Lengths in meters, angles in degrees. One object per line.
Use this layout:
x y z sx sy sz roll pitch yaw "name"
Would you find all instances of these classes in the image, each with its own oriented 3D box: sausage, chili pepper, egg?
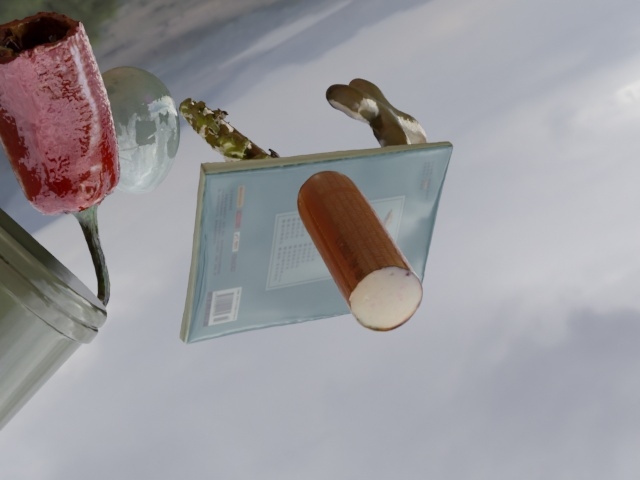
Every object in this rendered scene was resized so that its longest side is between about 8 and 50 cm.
0.028 -0.005 1.072 0.071 0.071 0.234 -30 -146 1 "sausage"
-0.304 -0.098 1.322 0.131 0.338 0.134 18 -137 42 "chili pepper"
-0.292 -0.167 1.708 0.151 0.209 0.151 -5 -149 3 "egg"

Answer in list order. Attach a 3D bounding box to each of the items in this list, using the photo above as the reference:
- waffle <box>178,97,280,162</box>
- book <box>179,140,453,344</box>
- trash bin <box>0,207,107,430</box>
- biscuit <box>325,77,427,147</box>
-0.113 -0.132 1.897 0.068 0.325 0.302 -52 -166 -1 "waffle"
0.000 0.000 1.470 0.379 0.264 0.031 -8 -145 -30 "book"
-0.322 0.067 0.805 0.247 0.243 0.121 -50 176 -3 "trash bin"
0.093 -0.191 1.710 0.047 0.164 0.208 -47 178 17 "biscuit"
